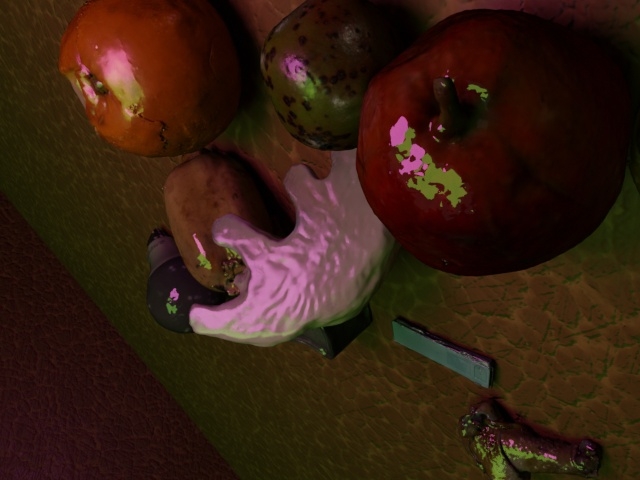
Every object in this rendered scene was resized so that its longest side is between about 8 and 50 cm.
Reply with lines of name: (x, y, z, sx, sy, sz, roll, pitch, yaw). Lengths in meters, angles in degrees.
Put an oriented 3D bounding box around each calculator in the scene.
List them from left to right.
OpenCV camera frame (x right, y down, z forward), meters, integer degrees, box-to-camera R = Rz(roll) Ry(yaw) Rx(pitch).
calculator: (0.183, 0.168, 0.747, 0.172, 0.018, 0.057, 20, 134, 38)

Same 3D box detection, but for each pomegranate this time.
pomegranate: (0.005, -0.186, 0.525, 0.205, 0.159, 0.159, -127, 24, -48)

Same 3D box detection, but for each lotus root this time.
lotus root: (-0.173, -0.044, 0.825, 0.146, 0.160, 0.284, 108, 142, -58)

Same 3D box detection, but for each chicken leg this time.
chicken leg: (0.288, 0.305, 0.703, 0.196, 0.080, 0.125, 17, 120, 39)

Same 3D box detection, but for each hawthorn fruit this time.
hawthorn fruit: (0.121, -0.075, 0.388, 0.224, 0.261, 0.224, 4, 97, 31)

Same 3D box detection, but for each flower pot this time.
flower pot: (-0.030, 0.119, 0.873, 0.229, 0.108, 0.103, 7, 125, 45)

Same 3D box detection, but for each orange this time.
orange: (-0.229, -0.231, 0.681, 0.240, 0.240, 0.240, 30, 140, 29)

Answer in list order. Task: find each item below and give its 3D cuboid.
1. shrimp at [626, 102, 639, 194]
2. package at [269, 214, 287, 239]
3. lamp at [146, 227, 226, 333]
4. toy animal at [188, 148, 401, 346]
shrimp: (0.288, -0.091, 0.359, 0.287, 0.063, 0.152, 55, 157, -7)
package: (-0.118, -0.001, 0.916, 0.131, 0.047, 0.071, -8, 111, 54)
lamp: (-0.343, 0.072, 1.164, 0.314, 0.182, 0.182, 59, 150, 23)
toy animal: (0.000, 0.000, 0.679, 0.266, 0.188, 0.307, 7, 82, 27)
